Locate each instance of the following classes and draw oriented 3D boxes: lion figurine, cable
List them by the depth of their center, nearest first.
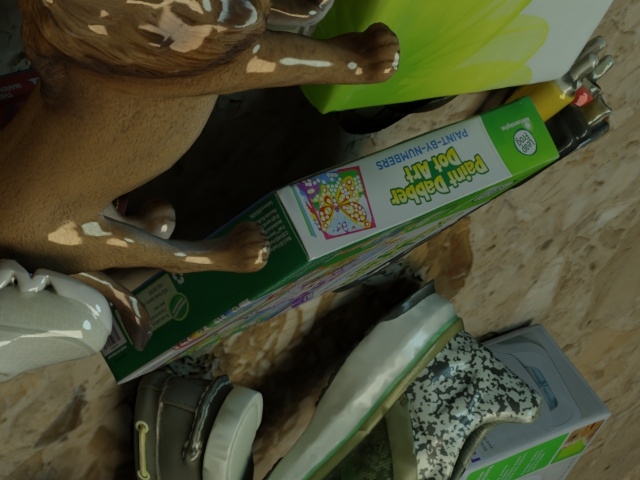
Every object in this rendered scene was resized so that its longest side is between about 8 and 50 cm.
[{"bbox_3d":[-0.118,-0.071,1.069,0.240,0.142,0.392,0,133,-37],"label":"lion figurine"},{"bbox_3d":[0.120,-0.060,1.523,0.287,0.072,0.139,-32,172,16],"label":"cable"}]

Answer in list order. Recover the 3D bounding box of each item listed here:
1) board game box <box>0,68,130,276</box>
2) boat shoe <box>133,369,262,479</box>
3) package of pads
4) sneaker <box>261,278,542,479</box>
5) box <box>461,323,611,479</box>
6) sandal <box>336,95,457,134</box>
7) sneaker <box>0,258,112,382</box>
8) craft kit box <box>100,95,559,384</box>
[{"bbox_3d":[-0.194,-0.004,1.242,0.145,0.027,0.281,-20,147,-33],"label":"board game box"},{"bbox_3d":[-0.111,0.202,1.585,0.305,0.091,0.109,100,12,-55],"label":"boat shoe"},{"bbox_3d":[0.118,-0.221,1.196,0.229,0.101,0.296,-10,143,-39],"label":"package of pads"},{"bbox_3d":[0.041,0.242,1.604,0.410,0.182,0.158,-58,167,4],"label":"sneaker"},{"bbox_3d":[0.112,0.228,1.848,0.231,0.126,0.262,-16,147,-38],"label":"box"},{"bbox_3d":[0.061,-0.115,1.348,0.072,0.049,0.180,-33,175,34],"label":"sandal"},{"bbox_3d":[-0.260,0.081,1.092,0.292,0.118,0.110,-9,160,-1],"label":"sneaker"},{"bbox_3d":[0.000,0.000,1.318,0.247,0.061,0.250,-26,175,-41],"label":"craft kit box"}]
